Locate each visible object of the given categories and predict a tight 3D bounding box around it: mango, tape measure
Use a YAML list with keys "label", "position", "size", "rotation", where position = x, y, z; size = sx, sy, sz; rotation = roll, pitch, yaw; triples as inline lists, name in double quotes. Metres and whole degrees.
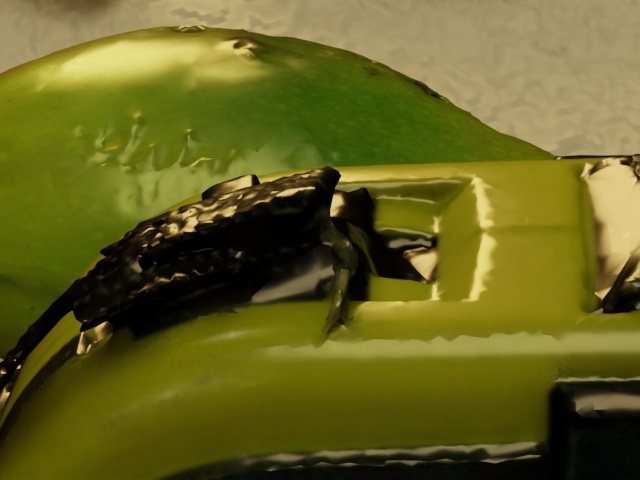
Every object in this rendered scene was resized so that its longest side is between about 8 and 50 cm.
- label: "mango"
  position: [0.000, 0.000, 0.535]
  size: [0.232, 0.111, 0.125]
  rotation: [4, 53, 3]
- label: "tape measure"
  position: [0.008, 0.066, 0.423]
  size: [0.186, 0.199, 0.112]
  rotation: [-2, 30, 4]
